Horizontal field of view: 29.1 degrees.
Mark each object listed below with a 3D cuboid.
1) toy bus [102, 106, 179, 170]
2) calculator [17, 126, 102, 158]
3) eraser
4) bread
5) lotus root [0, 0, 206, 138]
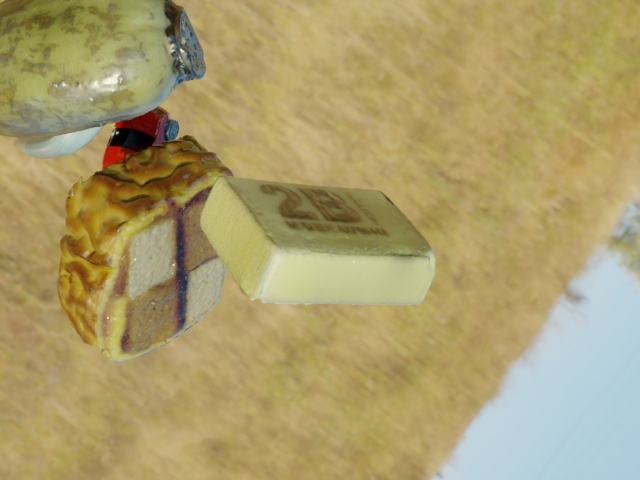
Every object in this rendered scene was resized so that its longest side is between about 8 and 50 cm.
[{"bbox_3d":[-0.253,-0.090,1.690,0.089,0.081,0.195,-38,139,-59],"label":"toy bus"},{"bbox_3d":[-0.304,-0.181,1.570,0.299,0.041,0.185,1,-124,57],"label":"calculator"},{"bbox_3d":[0.000,0.000,1.014,0.172,0.117,0.058,4,122,-35],"label":"eraser"},{"bbox_3d":[-0.176,0.010,1.270,0.181,0.096,0.222,-26,143,-34],"label":"bread"},{"bbox_3d":[-0.284,-0.189,1.335,0.309,0.173,0.173,-11,-170,14],"label":"lotus root"}]
